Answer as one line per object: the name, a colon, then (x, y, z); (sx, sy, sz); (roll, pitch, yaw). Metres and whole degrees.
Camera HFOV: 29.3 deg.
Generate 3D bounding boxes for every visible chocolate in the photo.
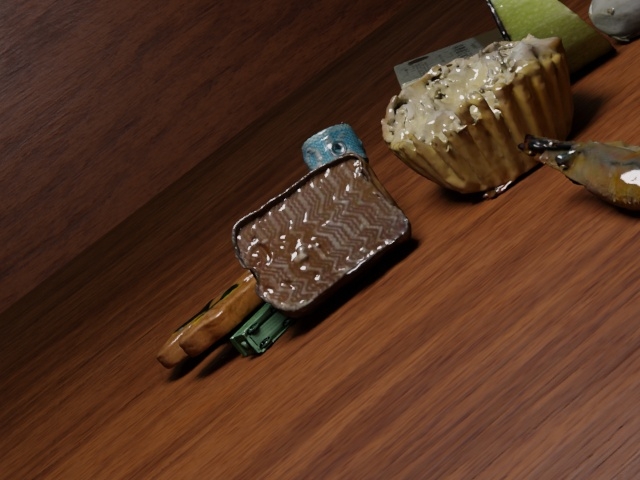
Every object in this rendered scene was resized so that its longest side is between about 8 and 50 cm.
chocolate: (0.000, 0.000, 1.570); (0.214, 0.148, 0.093); (-34, -18, -5)

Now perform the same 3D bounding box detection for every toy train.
toy train: (-0.073, 0.113, 1.597); (0.093, 0.038, 0.056); (-45, 10, -32)

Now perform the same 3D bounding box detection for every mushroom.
mushroom: (0.487, -0.349, 1.692); (0.278, 0.096, 0.099); (-17, 68, 51)

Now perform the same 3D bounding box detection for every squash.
squash: (0.309, -0.330, 1.780); (0.133, 0.220, 0.220); (-34, 13, 16)

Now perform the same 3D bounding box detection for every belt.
belt: (0.023, -0.093, 1.766); (0.087, 0.072, 0.302); (-30, -12, -3)

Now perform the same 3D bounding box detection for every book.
book: (0.281, -0.336, 2.145); (0.310, 0.021, 0.217); (-20, 15, 6)

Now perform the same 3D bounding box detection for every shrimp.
shrimp: (0.309, -0.078, 1.250); (0.117, 0.066, 0.262); (-24, 24, -16)

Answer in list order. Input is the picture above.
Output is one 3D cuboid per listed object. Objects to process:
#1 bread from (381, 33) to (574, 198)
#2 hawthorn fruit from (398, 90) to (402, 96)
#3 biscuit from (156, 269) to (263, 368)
bread: (0.212, -0.166, 1.607); (0.274, 0.149, 0.274); (-27, 16, 8)
hawthorn fruit: (0.173, -0.238, 2.134); (0.077, 0.077, 0.077); (-34, 13, 9)
biscuit: (-0.090, 0.061, 1.732); (0.334, 0.047, 0.202); (-38, 4, -27)
